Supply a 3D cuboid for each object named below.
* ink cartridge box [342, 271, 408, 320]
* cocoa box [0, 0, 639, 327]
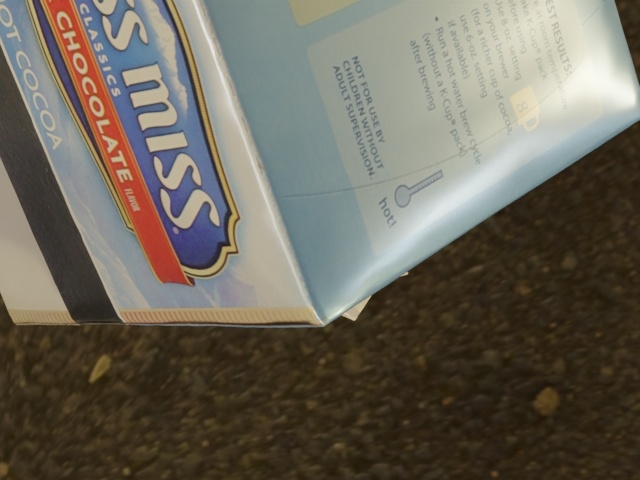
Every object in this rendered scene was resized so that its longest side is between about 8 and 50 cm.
[{"bbox_3d":[0.000,0.000,1.358,0.143,0.092,0.090,36,85,-19],"label":"ink cartridge box"},{"bbox_3d":[-0.051,-0.161,0.670,0.231,0.228,0.347,-31,108,-38],"label":"cocoa box"}]
